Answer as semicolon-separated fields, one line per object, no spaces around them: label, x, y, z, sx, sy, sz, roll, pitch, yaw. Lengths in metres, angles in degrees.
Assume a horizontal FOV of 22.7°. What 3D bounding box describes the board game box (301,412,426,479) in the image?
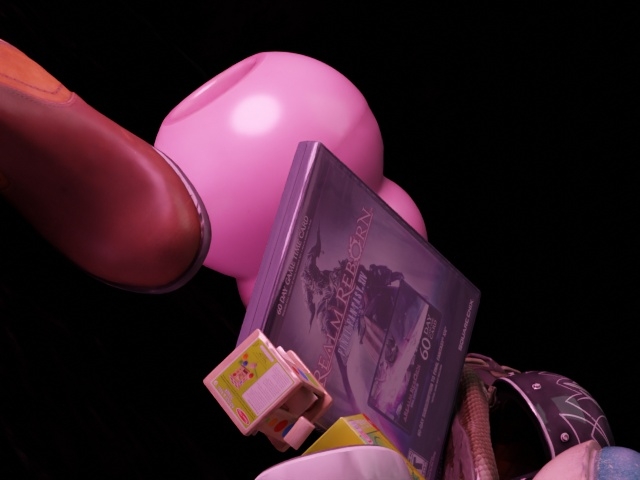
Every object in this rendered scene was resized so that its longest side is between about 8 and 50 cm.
board game box;0.070;0.205;1.145;0.181;0.043;0.092;46;5;11

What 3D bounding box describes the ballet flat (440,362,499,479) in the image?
ballet flat;0.134;0.186;1.374;0.058;0.084;0.250;13;26;-9

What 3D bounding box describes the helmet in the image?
helmet;0.219;0.216;1.614;0.169;0.161;0.169;45;5;-5

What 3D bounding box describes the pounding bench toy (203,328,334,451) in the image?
pounding bench toy;-0.024;0.113;1.066;0.083;0.052;0.065;49;5;32

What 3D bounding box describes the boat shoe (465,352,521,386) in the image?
boat shoe;0.200;0.190;1.866;0.130;0.132;0.355;47;4;19

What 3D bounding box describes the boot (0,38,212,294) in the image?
boot;-0.206;-0.084;0.914;0.264;0.096;0.280;48;6;24

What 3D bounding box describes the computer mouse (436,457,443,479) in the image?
computer mouse;0.162;0.265;1.430;0.193;0.042;0.106;47;4;17

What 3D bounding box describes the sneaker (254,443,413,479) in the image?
sneaker;0.039;0.195;0.818;0.290;0.106;0.123;42;31;-64

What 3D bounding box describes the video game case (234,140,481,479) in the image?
video game case;0.038;0.071;1.281;0.026;0.196;0.274;0;-27;35

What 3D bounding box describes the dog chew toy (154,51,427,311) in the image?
dog chew toy;0.000;0.000;1.408;0.332;0.207;0.206;55;2;-15

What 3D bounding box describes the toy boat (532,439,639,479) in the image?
toy boat;0.195;0.258;0.900;0.318;0.148;0.267;-33;107;-75
